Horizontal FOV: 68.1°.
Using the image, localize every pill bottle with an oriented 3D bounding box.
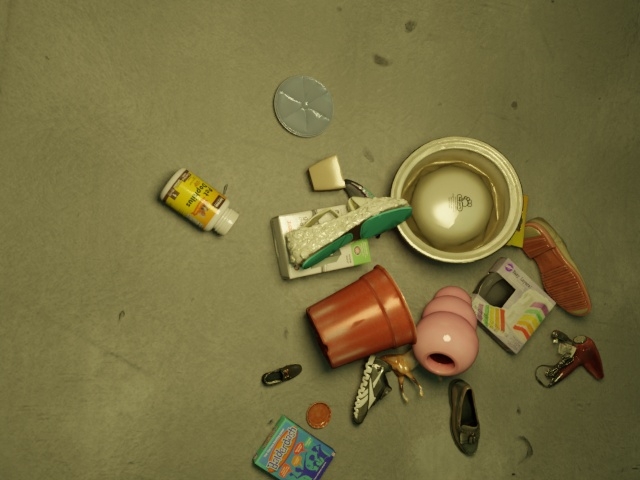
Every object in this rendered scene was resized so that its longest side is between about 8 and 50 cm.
[{"bbox_3d":[-0.349,-0.107,1.386,0.215,0.117,0.117,36,78,-13],"label":"pill bottle"}]

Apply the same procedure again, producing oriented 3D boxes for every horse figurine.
[{"bbox_3d":[0.329,0.419,1.601,0.263,0.066,0.174,-30,80,-8],"label":"horse figurine"}]

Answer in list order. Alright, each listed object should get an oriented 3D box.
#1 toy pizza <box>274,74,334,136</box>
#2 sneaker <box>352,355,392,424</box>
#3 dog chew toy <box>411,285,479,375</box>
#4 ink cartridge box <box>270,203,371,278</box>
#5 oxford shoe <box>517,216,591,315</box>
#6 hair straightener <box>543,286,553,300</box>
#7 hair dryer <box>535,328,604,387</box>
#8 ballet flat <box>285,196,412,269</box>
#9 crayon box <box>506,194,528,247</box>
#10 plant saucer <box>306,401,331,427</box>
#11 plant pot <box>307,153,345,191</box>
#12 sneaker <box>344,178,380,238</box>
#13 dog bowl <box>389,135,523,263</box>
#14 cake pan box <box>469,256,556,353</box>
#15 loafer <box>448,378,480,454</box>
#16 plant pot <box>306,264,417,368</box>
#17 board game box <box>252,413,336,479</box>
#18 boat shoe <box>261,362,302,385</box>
[{"bbox_3d":[-0.053,-0.433,1.536,0.201,0.032,0.201,1,87,-19],"label":"toy pizza"},{"bbox_3d":[0.172,0.489,1.528,0.106,0.078,0.234,15,90,13],"label":"sneaker"},{"bbox_3d":[0.416,0.276,1.548,0.206,0.207,0.331,43,40,-12],"label":"dog chew toy"},{"bbox_3d":[0.000,0.000,1.494,0.273,0.115,0.198,-11,91,-18],"label":"ink cartridge box"},{"bbox_3d":[0.887,0.086,1.746,0.147,0.140,0.396,-30,91,-38],"label":"oxford shoe"},{"bbox_3d":[0.884,0.185,1.799,0.231,0.047,0.089,-12,91,-12],"label":"hair straightener"},{"bbox_3d":[0.967,0.466,1.820,0.294,0.080,0.223,17,99,-11],"label":"hair dryer"},{"bbox_3d":[0.079,-0.057,1.397,0.409,0.147,0.146,-25,96,-17],"label":"ballet flat"},{"bbox_3d":[0.583,-0.094,1.699,0.319,0.081,0.202,12,84,-16],"label":"crayon box"},{"bbox_3d":[-0.005,0.561,1.526,0.084,0.013,0.083,1,87,-17],"label":"plant saucer"},{"bbox_3d":[0.013,-0.206,1.516,0.096,0.109,0.109,-15,93,-5],"label":"plant pot"},{"bbox_3d":[0.144,-0.104,1.563,0.224,0.083,0.098,39,82,-13],"label":"sneaker"},{"bbox_3d":[0.428,-0.120,1.542,0.408,0.150,0.407,-1,82,6],"label":"dog bowl"},{"bbox_3d":[0.671,0.229,1.703,0.267,0.070,0.245,43,81,-6],"label":"cake pan box"},{"bbox_3d":[0.506,0.622,1.647,0.096,0.084,0.267,-11,91,-18],"label":"loafer"},{"bbox_3d":[0.112,0.249,1.460,0.265,0.272,0.272,-23,95,-8],"label":"plant pot"},{"bbox_3d":[-0.080,0.672,1.481,0.210,0.047,0.160,38,78,-12],"label":"board game box"},{"bbox_3d":[-0.117,0.420,1.482,0.133,0.042,0.048,-12,90,-19],"label":"boat shoe"}]
